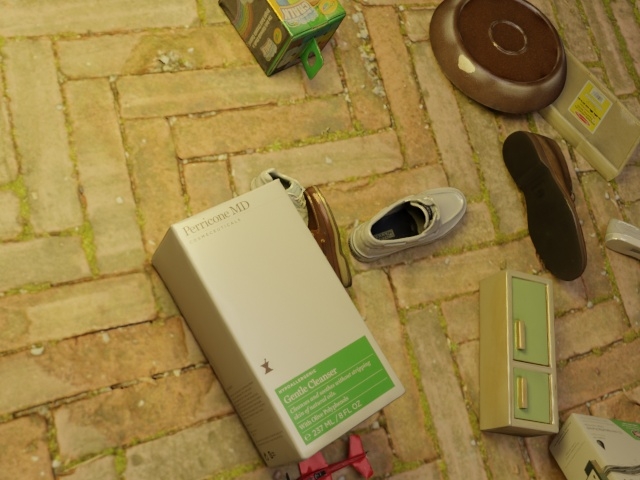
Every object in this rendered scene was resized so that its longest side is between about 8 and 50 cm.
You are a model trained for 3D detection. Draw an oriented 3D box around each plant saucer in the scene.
[{"bbox_3d":[0.373,-0.401,1.539,0.311,0.050,0.310,6,64,-13],"label":"plant saucer"}]

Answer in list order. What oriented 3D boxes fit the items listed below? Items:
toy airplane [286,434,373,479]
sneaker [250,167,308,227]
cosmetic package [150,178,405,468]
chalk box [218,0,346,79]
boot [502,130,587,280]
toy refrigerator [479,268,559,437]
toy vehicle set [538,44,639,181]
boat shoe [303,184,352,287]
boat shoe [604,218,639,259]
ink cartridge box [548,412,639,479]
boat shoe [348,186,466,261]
[{"bbox_3d":[0.017,0.346,1.141,0.151,0.028,0.151,8,67,-20],"label":"toy airplane"},{"bbox_3d":[-0.042,-0.066,1.250,0.152,0.061,0.053,30,60,-13],"label":"sneaker"},{"bbox_3d":[-0.069,0.121,1.109,0.197,0.155,0.365,-28,83,-30],"label":"cosmetic package"},{"bbox_3d":[-0.054,-0.385,1.321,0.132,0.132,0.213,-33,88,-30],"label":"chalk box"},{"bbox_3d":[0.458,-0.072,1.454,0.115,0.112,0.305,-3,70,-36],"label":"boot"},{"bbox_3d":[0.341,0.193,1.304,0.102,0.094,0.269,14,67,-19],"label":"toy refrigerator"},{"bbox_3d":[0.562,-0.274,1.607,0.267,0.035,0.166,44,60,-4],"label":"toy vehicle set"},{"bbox_3d":[0.000,0.000,1.222,0.060,0.064,0.178,-18,102,-8],"label":"boat shoe"},{"bbox_3d":[0.659,0.006,1.538,0.184,0.066,0.063,17,66,-7],"label":"boat shoe"},{"bbox_3d":[0.503,0.399,1.237,0.160,0.092,0.219,12,27,-20],"label":"ink cartridge box"},{"bbox_3d":[0.170,-0.034,1.317,0.258,0.084,0.095,-28,84,-29],"label":"boat shoe"}]
